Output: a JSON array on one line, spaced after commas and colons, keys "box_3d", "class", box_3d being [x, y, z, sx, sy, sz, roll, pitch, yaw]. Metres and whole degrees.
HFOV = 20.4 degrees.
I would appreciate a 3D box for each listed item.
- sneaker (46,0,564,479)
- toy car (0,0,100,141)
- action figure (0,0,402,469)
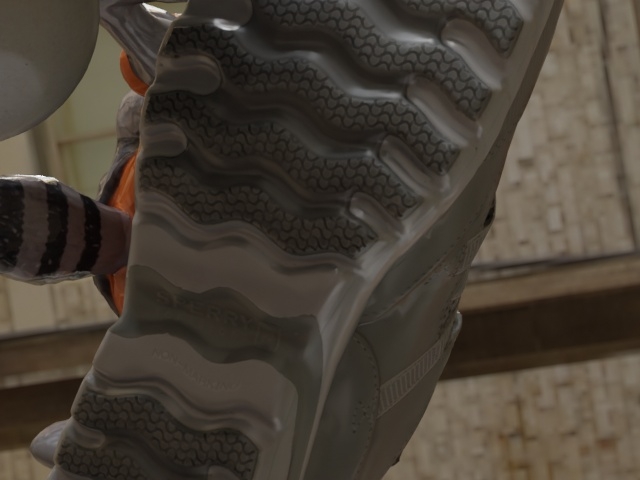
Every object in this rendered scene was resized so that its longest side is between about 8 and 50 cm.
[{"box_3d": [0.000, 0.000, 0.563, 0.115, 0.105, 0.281, -3, -58, -62], "class": "sneaker"}, {"box_3d": [-0.098, -0.131, 0.487, 0.182, 0.136, 0.159, 58, -172, -53], "class": "toy car"}, {"box_3d": [-0.062, -0.052, 0.776, 0.330, 0.178, 0.341, 3, -101, -85], "class": "action figure"}]
